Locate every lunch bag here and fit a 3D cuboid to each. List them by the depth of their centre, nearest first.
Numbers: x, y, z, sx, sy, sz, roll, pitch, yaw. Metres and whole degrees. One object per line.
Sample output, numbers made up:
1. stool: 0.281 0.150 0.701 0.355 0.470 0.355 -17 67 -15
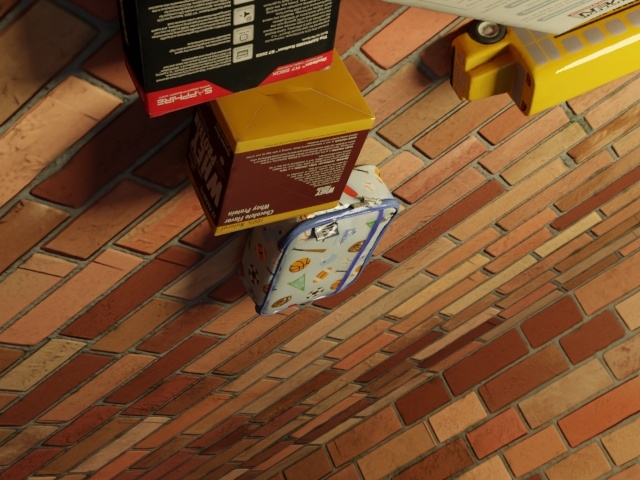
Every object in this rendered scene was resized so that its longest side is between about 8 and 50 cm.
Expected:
1. lunch bag: 0.000 0.000 1.436 0.243 0.115 0.303 -13 152 -29

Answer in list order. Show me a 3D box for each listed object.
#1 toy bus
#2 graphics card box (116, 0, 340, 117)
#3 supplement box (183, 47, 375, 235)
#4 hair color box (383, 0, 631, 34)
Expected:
1. toy bus: 0.357 -0.282 1.216 0.332 0.130 0.108 -23 154 -6
2. graphics card box: -0.089 -0.297 0.826 0.233 0.094 0.371 -18 153 -16
3. supplement box: -0.062 -0.129 1.117 0.191 0.129 0.194 -14 151 -24
4. hair color box: 0.223 -0.335 0.947 0.374 0.114 0.185 -2 172 -39
